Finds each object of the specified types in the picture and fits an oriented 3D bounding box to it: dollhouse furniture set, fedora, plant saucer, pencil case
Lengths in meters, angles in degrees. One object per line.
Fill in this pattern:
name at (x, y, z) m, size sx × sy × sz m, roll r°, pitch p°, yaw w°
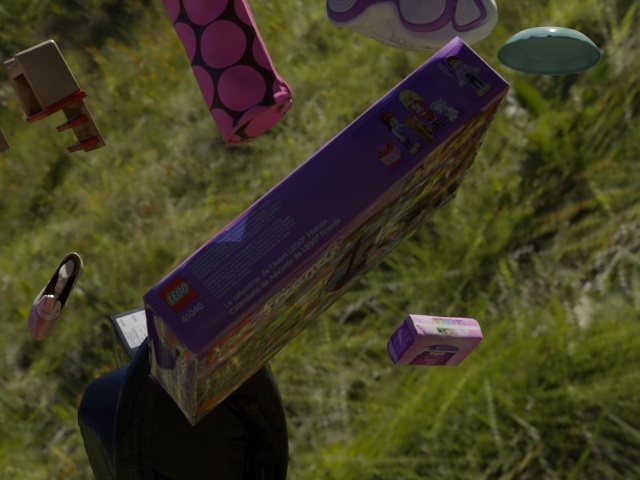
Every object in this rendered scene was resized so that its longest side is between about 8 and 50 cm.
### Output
dollhouse furniture set at (-0.391, -0.113, 1.432) m, size 0.259 × 0.135 × 0.262 m, roll -29°, pitch 11°, yaw -23°
fedora at (-0.178, 0.242, 1.500) m, size 0.334 × 0.152 × 0.334 m, roll 9°, pitch -101°, yaw -58°
plant saucer at (0.264, -0.221, 1.462) m, size 0.119 × 0.119 × 0.021 m, roll 50°, pitch -137°, yaw -72°
pencil case at (-0.099, -0.213, 1.374) m, size 0.098 × 0.209 × 0.095 m, roll -26°, pitch -8°, yaw 12°

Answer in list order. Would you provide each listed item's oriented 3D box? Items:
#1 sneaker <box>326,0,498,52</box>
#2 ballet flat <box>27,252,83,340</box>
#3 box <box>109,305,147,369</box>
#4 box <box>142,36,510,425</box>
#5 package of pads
sneaker at (0.146, -0.314, 1.727) m, size 0.152 × 0.305 × 0.114 m, roll 18°, pitch -88°, yaw -39°
ballet flat at (-0.466, 0.093, 2.218) m, size 0.052 × 0.057 × 0.168 m, roll 120°, pitch 171°, yaw -65°
box at (-0.233, 0.343, 2.078) m, size 0.097 × 0.395 × 0.318 m, roll -17°, pitch -49°, yaw -19°
box at (0.000, 0.000, 0.924) m, size 0.293 × 0.057 × 0.201 m, roll -41°, pitch -12°, yaw -18°
package of pads at (0.110, 0.097, 1.221) m, size 0.083 × 0.032 × 0.050 m, roll 5°, pitch -43°, yaw -32°
